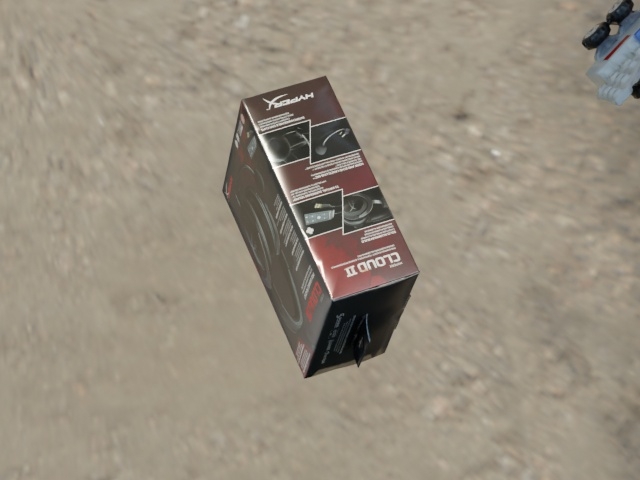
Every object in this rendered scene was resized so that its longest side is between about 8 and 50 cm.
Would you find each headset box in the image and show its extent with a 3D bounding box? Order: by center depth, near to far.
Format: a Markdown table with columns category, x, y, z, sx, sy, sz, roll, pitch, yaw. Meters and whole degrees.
| category | x | y | z | sx | sy | sz | roll | pitch | yaw |
| --- | --- | --- | --- | --- | --- | --- | --- | --- | --- |
| headset box | 0.000 | 0.000 | 0.623 | 0.032 | 0.062 | 0.083 | -16 | 68 | -17 |

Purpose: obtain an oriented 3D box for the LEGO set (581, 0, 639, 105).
| category | x | y | z | sx | sy | sz | roll | pitch | yaw |
| --- | --- | --- | --- | --- | --- | --- | --- | --- | --- |
| LEGO set | 0.191 | -0.144 | 0.763 | 0.182 | 0.060 | 0.244 | -4 | 96 | -9 |
